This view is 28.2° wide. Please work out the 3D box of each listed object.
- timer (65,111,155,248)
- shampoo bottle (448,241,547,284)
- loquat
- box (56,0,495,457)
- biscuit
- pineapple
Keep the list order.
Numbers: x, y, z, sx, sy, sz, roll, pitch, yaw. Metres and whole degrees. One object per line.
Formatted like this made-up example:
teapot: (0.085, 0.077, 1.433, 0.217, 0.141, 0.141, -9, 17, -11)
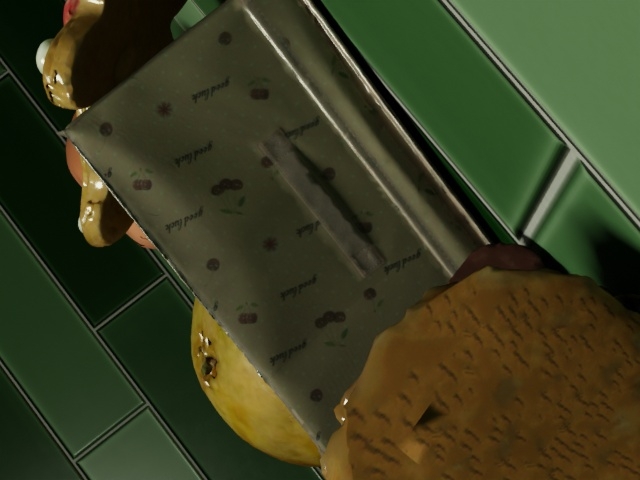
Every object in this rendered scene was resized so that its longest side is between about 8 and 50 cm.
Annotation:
timer: (-0.174, -0.109, 1.492, 0.229, 0.215, 0.229, 45, 171, 9)
shampoo bottle: (0.148, 0.090, 0.851, 0.067, 0.068, 0.236, 1, 144, 28)
loquat: (0.000, 0.088, 1.253, 0.263, 0.263, 0.263, 51, 174, 7)
box: (-0.026, -0.022, 0.946, 0.297, 0.190, 0.225, 53, 176, -6)
biscuit: (-0.173, -0.172, 1.087, 0.047, 0.216, 0.339, 14, 138, 17)
pineapple: (0.164, 0.175, 0.705, 0.357, 0.223, 0.223, 42, -177, -45)
